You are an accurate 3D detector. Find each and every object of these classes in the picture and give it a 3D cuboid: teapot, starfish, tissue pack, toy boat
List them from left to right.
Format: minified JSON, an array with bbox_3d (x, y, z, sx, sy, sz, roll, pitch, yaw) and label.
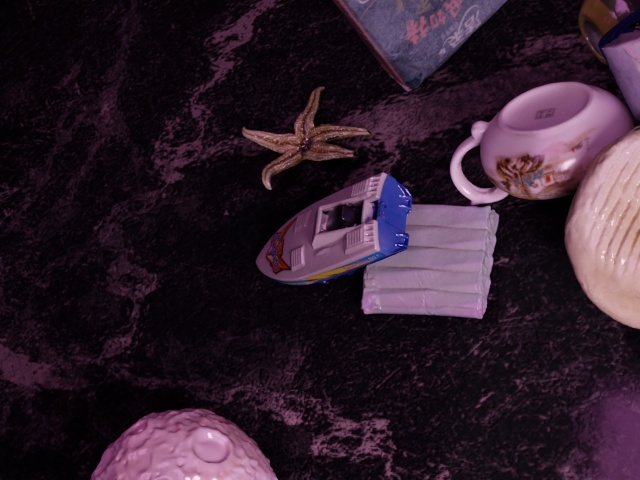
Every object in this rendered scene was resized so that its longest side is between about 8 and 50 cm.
[{"bbox_3d":[-0.026,-0.165,1.804,0.223,0.050,0.217,11,66,23],"label":"starfish"},{"bbox_3d":[0.000,0.000,1.660,0.295,0.088,0.129,-21,53,45],"label":"toy boat"},{"bbox_3d":[0.133,-0.390,1.654,0.228,0.315,0.103,-42,53,4],"label":"tissue pack"},{"bbox_3d":[0.312,-0.124,1.524,0.298,0.139,0.204,-3,38,33],"label":"teapot"},{"bbox_3d":[0.425,-0.312,1.570,0.119,0.130,0.166,-30,20,-3],"label":"teapot"}]

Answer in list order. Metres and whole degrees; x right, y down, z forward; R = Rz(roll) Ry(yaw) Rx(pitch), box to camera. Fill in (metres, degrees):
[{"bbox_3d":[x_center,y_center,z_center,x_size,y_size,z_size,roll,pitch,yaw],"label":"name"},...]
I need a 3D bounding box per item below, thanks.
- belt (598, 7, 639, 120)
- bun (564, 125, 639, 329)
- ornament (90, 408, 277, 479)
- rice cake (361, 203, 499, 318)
[{"bbox_3d":[0.521,-0.282,1.407,0.347,0.117,0.212,-32,15,-8],"label":"belt"},{"bbox_3d":[0.424,-0.006,1.373,0.259,0.160,0.259,-3,77,15],"label":"bun"},{"bbox_3d":[-0.191,0.352,1.508,0.225,0.259,0.259,29,83,45],"label":"ornament"},{"bbox_3d":[0.152,0.027,1.601,0.198,0.037,0.189,-6,63,30],"label":"rice cake"}]
